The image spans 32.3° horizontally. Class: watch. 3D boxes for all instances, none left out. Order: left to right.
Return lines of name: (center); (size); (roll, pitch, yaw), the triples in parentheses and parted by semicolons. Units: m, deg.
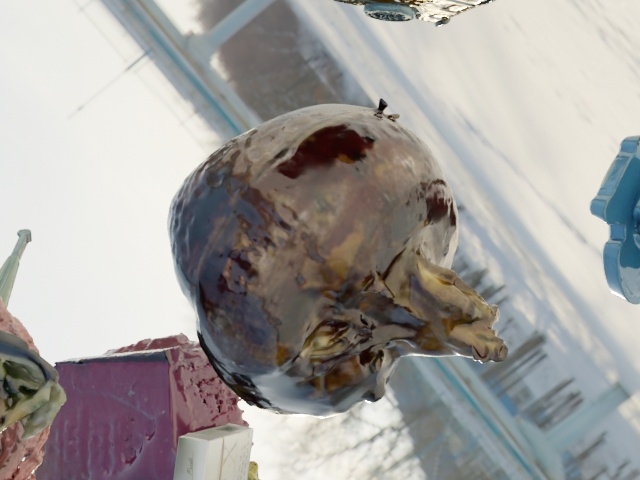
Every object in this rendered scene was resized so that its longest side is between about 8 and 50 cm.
watch: (0.432, -0.019, 1.249); (0.193, 0.211, 0.211); (19, 160, 45)

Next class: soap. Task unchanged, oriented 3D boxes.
soap: (-0.238, 0.233, 1.371); (0.127, 0.325, 0.220); (-4, -94, -47)

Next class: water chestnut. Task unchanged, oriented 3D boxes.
water chestnut: (0.022, 0.036, 1.086); (0.347, 0.335, 0.335); (37, 180, 25)

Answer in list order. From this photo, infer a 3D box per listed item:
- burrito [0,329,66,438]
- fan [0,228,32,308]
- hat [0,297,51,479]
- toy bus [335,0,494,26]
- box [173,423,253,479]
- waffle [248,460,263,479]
burrito: (-0.340, 0.052, 0.695); (0.348, 0.107, 0.175); (18, -171, 33)
fan: (-0.336, 0.037, 1.177); (0.193, 0.038, 0.016); (-92, 6, -62)
hat: (-0.329, 0.179, 0.955); (0.286, 0.237, 0.107); (44, 160, 28)
toy bus: (0.017, -0.277, 0.934); (0.275, 0.138, 0.167); (7, 178, -20)
box: (-0.115, 0.246, 1.190); (0.040, 0.083, 0.154); (9, 178, 14)
waffle: (-0.139, 0.393, 1.538); (0.253, 0.249, 0.056); (36, -147, -5)
